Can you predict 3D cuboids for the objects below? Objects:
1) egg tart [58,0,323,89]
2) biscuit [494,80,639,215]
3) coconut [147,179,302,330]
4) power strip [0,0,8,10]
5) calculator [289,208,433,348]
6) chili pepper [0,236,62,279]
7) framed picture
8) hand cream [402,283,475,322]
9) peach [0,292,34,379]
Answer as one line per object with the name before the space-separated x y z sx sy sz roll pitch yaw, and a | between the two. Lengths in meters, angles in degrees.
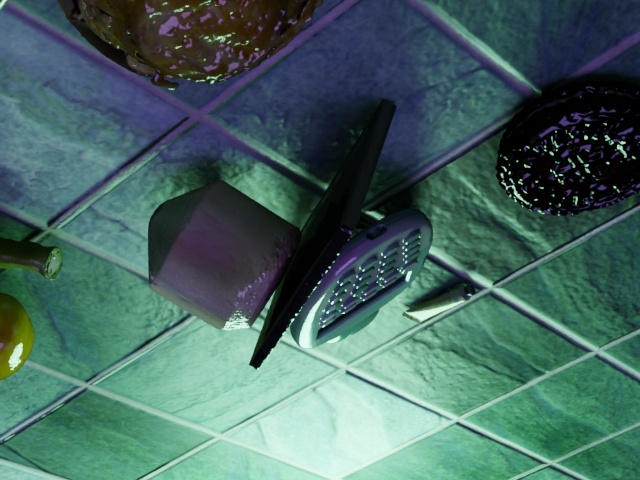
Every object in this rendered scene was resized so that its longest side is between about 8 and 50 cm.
egg tart | -0.105 -0.212 1.041 0.241 0.106 0.241 -9 144 -7
biscuit | 0.280 -0.097 1.307 0.194 0.053 0.195 -4 144 -3
coconut | -0.112 0.010 1.307 0.152 0.147 0.147 29 140 2
power strip | -0.271 -0.257 1.013 0.092 0.034 0.268 22 135 -34
calculator | 0.045 0.049 1.404 0.185 0.041 0.299 -32 164 -16
chili pepper | -0.388 0.021 1.363 0.201 0.052 0.050 -3 114 3
framed picture | -0.001 0.000 1.285 0.018 0.192 0.265 26 137 -8
hand cream | 0.152 0.080 1.562 0.102 0.022 0.035 -28 140 35
peach | -0.423 0.109 1.428 0.179 0.103 0.179 -4 154 -2
